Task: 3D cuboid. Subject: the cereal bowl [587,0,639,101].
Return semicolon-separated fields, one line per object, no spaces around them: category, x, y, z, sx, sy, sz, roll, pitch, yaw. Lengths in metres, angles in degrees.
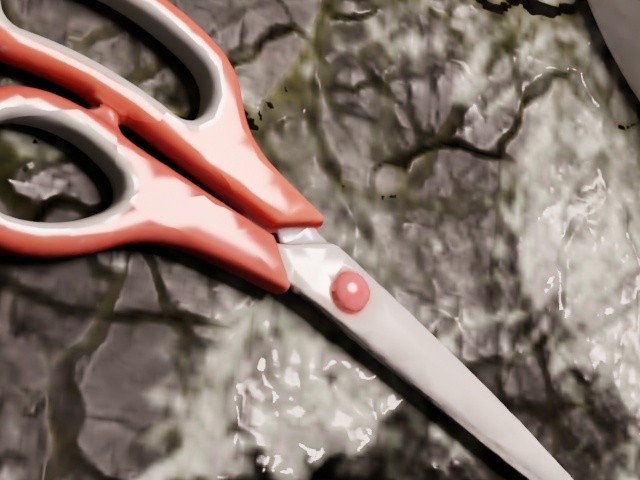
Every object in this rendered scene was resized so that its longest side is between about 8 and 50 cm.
cereal bowl;0.280;-0.169;0.619;0.339;0.141;0.339;8;74;-29

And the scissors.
scissors;0.000;0.000;0.486;0.297;0.021;0.109;27;65;-21
